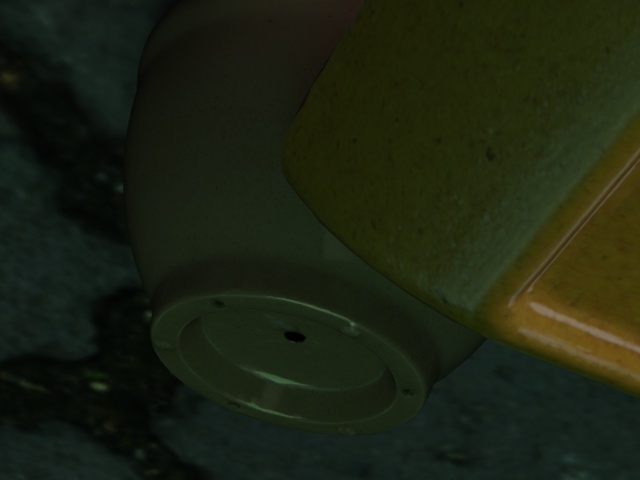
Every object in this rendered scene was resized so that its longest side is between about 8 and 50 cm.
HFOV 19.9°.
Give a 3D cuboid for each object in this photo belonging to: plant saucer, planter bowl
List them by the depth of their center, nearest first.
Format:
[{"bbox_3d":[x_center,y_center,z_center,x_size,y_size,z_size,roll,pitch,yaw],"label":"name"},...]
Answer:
[{"bbox_3d":[0.192,-0.029,0.451,0.333,0.081,0.332,21,138,-12],"label":"plant saucer"},{"bbox_3d":[0.000,0.000,0.636,0.162,0.109,0.162,12,150,7],"label":"planter bowl"}]
